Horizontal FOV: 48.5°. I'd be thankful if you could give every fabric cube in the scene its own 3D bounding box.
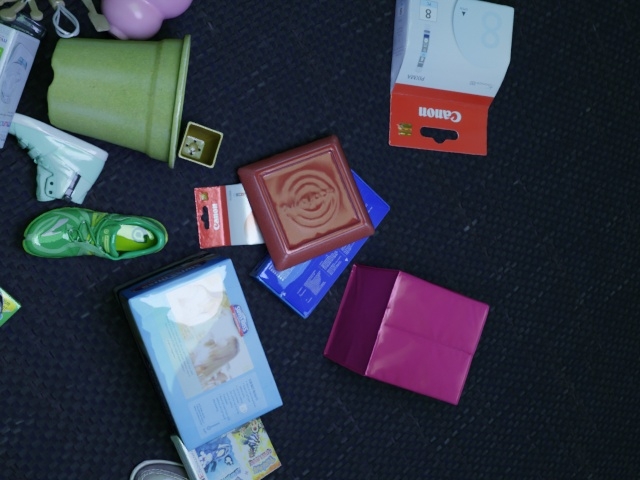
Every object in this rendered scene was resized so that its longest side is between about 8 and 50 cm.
[{"bbox_3d":[0.201,0.216,1.719,0.258,0.254,0.259,21,85,-20],"label":"fabric cube"}]

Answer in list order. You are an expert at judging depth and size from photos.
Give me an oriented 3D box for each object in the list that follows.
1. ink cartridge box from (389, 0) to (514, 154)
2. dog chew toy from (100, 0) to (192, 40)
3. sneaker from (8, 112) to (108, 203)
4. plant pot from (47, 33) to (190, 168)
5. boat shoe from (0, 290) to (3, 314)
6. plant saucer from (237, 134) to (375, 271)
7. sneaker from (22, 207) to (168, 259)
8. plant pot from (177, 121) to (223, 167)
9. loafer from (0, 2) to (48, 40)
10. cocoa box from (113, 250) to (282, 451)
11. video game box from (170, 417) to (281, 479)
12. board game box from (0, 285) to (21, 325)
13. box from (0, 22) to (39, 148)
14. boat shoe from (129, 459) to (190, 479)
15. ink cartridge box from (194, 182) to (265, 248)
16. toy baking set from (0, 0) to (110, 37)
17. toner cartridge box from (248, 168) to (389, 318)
[{"bbox_3d":[0.335,-0.426,1.827,0.308,0.091,0.385,3,91,-23],"label":"ink cartridge box"},{"bbox_3d":[-0.339,-0.564,1.488,0.206,0.206,0.332,34,88,-20],"label":"dog chew toy"},{"bbox_3d":[-0.585,-0.165,1.457,0.255,0.094,0.151,24,87,-21],"label":"sneaker"},{"bbox_3d":[-0.409,-0.301,1.452,0.253,0.276,0.276,7,90,-11],"label":"plant pot"},{"bbox_3d":[-0.740,0.063,1.330,0.306,0.105,0.113,42,77,-25],"label":"boat shoe"},{"bbox_3d":[-0.027,-0.093,1.643,0.258,0.048,0.259,-21,89,-13],"label":"plant saucer"},{"bbox_3d":[-0.467,-0.015,1.496,0.295,0.123,0.110,-2,94,-22],"label":"sneaker"},{"bbox_3d":[-0.276,-0.211,1.587,0.081,0.083,0.082,18,87,-23],"label":"plant pot"},{"bbox_3d":[-0.664,-0.444,1.422,0.223,0.076,0.078,19,91,-18],"label":"loafer"},{"bbox_3d":[-0.266,0.226,1.536,0.231,0.228,0.347,-22,101,-20],"label":"cocoa box"},{"bbox_3d":[-0.213,0.481,1.623,0.205,0.048,0.187,-24,91,-37],"label":"video game box"},{"bbox_3d":[-0.789,0.097,1.396,0.213,0.046,0.317,-47,113,-14],"label":"board game box"},{"bbox_3d":[-0.701,-0.323,1.321,0.261,0.127,0.231,21,96,-3],"label":"box"},{"bbox_3d":[-0.284,0.606,1.621,0.324,0.096,0.117,39,79,-20],"label":"boat shoe"},{"bbox_3d":[-0.194,-0.060,1.652,0.179,0.045,0.146,-7,95,-25],"label":"ink cartridge box"},{"bbox_3d":[-0.547,-0.481,1.426,0.256,0.030,0.197,9,52,-15],"label":"toy baking set"},{"bbox_3d":[0.000,0.000,1.718,0.165,0.075,0.348,42,77,-17],"label":"toner cartridge box"}]
